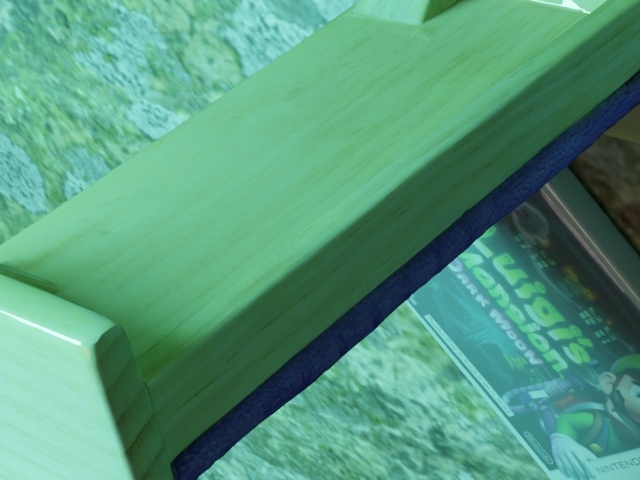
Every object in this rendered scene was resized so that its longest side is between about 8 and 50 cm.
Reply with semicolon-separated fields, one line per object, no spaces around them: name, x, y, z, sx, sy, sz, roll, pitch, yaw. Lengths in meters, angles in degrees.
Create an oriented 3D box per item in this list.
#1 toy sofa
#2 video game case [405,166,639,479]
toy sofa;0.000;0.000;0.673;0.150;0.362;0.177;18;132;37
video game case;0.134;0.057;0.897;0.190;0.022;0.173;51;148;-6
